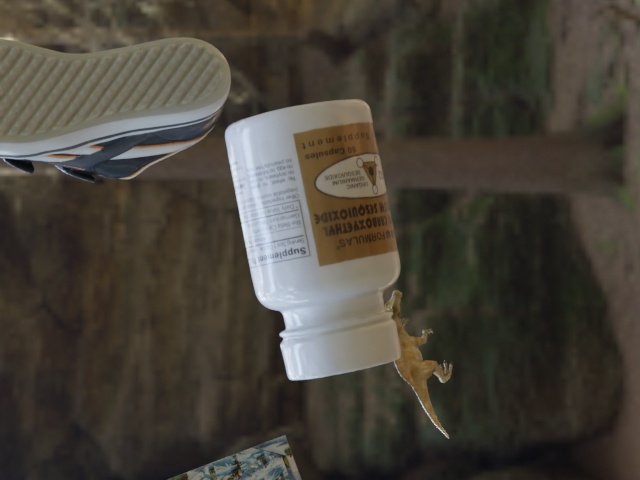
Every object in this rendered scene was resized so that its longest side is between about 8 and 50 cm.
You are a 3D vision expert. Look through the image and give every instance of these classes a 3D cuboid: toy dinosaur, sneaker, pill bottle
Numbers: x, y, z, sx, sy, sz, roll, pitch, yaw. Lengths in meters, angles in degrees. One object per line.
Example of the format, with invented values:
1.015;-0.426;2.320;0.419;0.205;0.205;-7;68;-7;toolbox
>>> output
0.111;0.150;1.933;0.092;0.053;0.183;4;-118;-62;toy dinosaur
-0.252;-0.120;1.633;0.127;0.321;0.126;112;152;-62;sneaker
0.000;0.000;1.453;0.131;0.131;0.229;-5;-96;-83;pill bottle

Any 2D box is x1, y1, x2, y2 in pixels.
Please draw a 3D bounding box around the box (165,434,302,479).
-0.077;0.227;1.367;0.027;0.137;0.094;134;116;-76;box
